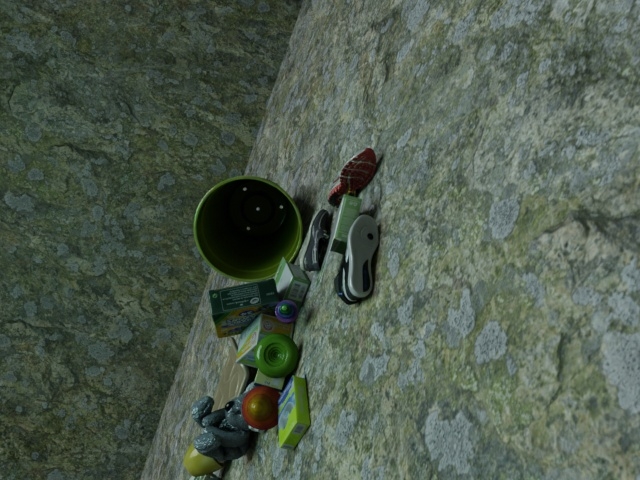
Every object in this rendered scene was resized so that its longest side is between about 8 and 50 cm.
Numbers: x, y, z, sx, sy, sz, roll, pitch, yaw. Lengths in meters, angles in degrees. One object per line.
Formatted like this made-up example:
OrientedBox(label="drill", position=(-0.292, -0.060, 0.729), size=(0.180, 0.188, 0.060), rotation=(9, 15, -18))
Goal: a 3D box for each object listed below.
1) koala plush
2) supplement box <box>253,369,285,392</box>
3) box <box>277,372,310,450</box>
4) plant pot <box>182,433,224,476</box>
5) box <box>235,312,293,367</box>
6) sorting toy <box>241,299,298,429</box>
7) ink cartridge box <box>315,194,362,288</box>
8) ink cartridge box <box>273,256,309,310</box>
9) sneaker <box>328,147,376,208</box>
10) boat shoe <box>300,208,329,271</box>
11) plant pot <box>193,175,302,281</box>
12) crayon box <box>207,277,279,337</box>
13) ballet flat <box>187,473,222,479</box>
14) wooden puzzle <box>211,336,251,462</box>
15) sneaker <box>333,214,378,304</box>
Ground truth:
OrientedBox(label="koala plush", position=(-0.247, 0.539, 1.946), size=(0.221, 0.203, 0.196), rotation=(-44, 34, 13))
OrientedBox(label="supplement box", position=(-0.141, 0.387, 1.850), size=(0.056, 0.083, 0.083), rotation=(101, -175, -76))
OrientedBox(label="box", position=(-0.072, 0.440, 1.671), size=(0.109, 0.042, 0.178), rotation=(-61, 20, 28))
OrientedBox(label="plant pot", position=(-0.400, 0.727, 2.134), size=(0.095, 0.134, 0.134), rotation=(-37, 16, -7))
OrientedBox(label="box", position=(-0.174, 0.317, 1.995), size=(0.203, 0.114, 0.103), rotation=(-45, 32, 53))
OrientedBox(label="sorting toy", position=(-0.134, 0.336, 1.766), size=(0.126, 0.127, 0.366), rotation=(79, -155, -75))
OrientedBox(label="ink cartridge box", position=(0.046, 0.014, 1.675), size=(0.171, 0.056, 0.235), rotation=(113, 171, -77))
OrientedBox(label="ink cartridge box", position=(-0.097, 0.138, 2.037), size=(0.209, 0.062, 0.109), rotation=(-128, 58, -70))
OrientedBox(label="sneaker", position=(0.084, -0.187, 1.788), size=(0.225, 0.088, 0.093), rotation=(-50, 25, 49))
OrientedBox(label="boat shoe", position=(0.000, 0.000, 1.929), size=(0.064, 0.075, 0.206), rotation=(6, 66, 28))
OrientedBox(label="plant pot", position=(-0.244, -0.079, 2.315), size=(0.353, 0.366, 0.367), rotation=(-92, 25, -75))
OrientedBox(label="crayon box", position=(-0.238, 0.226, 2.028), size=(0.323, 0.203, 0.083), rotation=(102, 156, -67))
OrientedBox(label="ballet flat", position=(-0.395, 0.836, 2.181), size=(0.280, 0.095, 0.096), rotation=(-23, 39, 54))
OrientedBox(label="wooden puzzle", position=(-0.306, 0.546, 2.233), size=(0.322, 0.080, 0.348), rotation=(-149, 73, -72))
OrientedBox(label="sneaker", position=(0.077, 0.050, 1.567), size=(0.121, 0.079, 0.217), rotation=(138, 146, -56))
